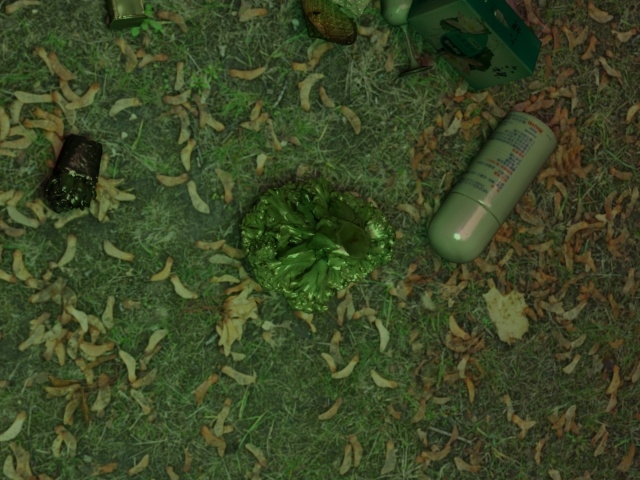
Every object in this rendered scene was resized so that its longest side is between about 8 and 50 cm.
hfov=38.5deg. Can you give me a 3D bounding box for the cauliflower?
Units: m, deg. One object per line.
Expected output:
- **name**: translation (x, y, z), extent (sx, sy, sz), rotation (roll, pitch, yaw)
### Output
- **cauliflower**: translation (0.000, 0.000, 1.734), extent (0.272, 0.250, 0.275), rotation (47, 73, -15)

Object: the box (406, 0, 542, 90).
- **box**: translation (0.311, -0.419, 1.837), extent (0.245, 0.153, 0.092), rotation (37, 61, -32)

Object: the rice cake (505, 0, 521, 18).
- **rice cake**: translation (0.359, -0.536, 1.933), extent (0.072, 0.056, 0.365), rotation (-26, 102, -4)

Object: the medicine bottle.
- **medicine bottle**: translation (0.349, -0.102, 1.908), extent (0.130, 0.130, 0.341), rotation (40, 79, -15)

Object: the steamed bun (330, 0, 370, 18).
- **steamed bun**: translation (0.037, -0.575, 1.774), extent (0.225, 0.170, 0.200), rotation (33, 83, -9)

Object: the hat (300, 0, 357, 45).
- **hat**: translation (-0.003, -0.427, 1.826), extent (0.146, 0.067, 0.146), rotation (28, 42, -29)

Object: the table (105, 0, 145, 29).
- **table**: translation (-0.366, -0.442, 1.693), extent (0.062, 0.079, 0.083), rotation (-11, 93, -20)

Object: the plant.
- **plant**: translation (-0.449, -0.117, 1.671), extent (0.092, 0.094, 0.143), rotation (22, 73, -32)

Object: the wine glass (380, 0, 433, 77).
- **wine glass**: translation (0.171, -0.438, 1.870), extent (0.079, 0.079, 0.196), rotation (-17, 96, -17)
